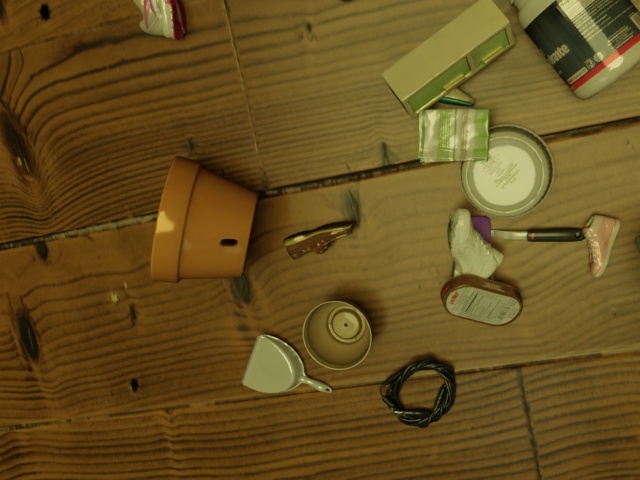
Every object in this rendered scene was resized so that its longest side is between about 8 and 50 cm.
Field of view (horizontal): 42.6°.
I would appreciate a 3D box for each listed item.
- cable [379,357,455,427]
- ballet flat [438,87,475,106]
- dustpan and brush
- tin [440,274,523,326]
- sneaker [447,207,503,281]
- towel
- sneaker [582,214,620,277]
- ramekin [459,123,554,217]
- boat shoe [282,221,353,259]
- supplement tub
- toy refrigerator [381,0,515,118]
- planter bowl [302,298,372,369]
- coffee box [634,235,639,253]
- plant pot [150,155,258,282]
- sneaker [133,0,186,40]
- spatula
[{"bbox_3d":[0.240,0.358,1.923,0.184,0.047,0.151,-36,89,17],"label":"cable"},{"bbox_3d":[0.257,-0.329,1.801,0.168,0.057,0.052,8,91,13],"label":"ballet flat"},{"bbox_3d":[-0.072,0.329,2.004,0.211,0.060,0.147,25,106,17],"label":"dustpan and brush"},{"bbox_3d":[0.358,0.134,1.814,0.189,0.040,0.106,15,124,-14],"label":"tin"},{"bbox_3d":[0.340,0.019,1.795,0.115,0.090,0.232,-7,131,9],"label":"sneaker"},{"bbox_3d":[0.279,-0.222,1.726,0.152,0.023,0.113,2,94,24],"label":"towel"},{"bbox_3d":[0.589,0.008,1.764,0.070,0.051,0.134,17,96,-3],"label":"sneaker"},{"bbox_3d":[0.398,-0.145,1.765,0.207,0.109,0.207,3,100,15],"label":"ramekin"},{"bbox_3d":[0.000,0.000,1.923,0.178,0.064,0.060,-16,100,23],"label":"boat shoe"},{"bbox_3d":[0.519,-0.439,1.640,0.191,0.191,0.272,-38,88,17],"label":"supplement tub"},{"bbox_3d":[0.272,-0.381,1.729,0.269,0.102,0.094,-36,67,8],"label":"toy refrigerator"},{"bbox_3d":[0.051,0.208,1.916,0.162,0.109,0.162,3,100,15],"label":"planter bowl"},{"bbox_3d":[0.841,0.109,1.568,0.337,0.338,0.334,-24,93,18],"label":"coffee box"},{"bbox_3d":[-0.258,-0.033,1.887,0.203,0.291,0.291,11,102,-3],"label":"plant pot"},{"bbox_3d":[-0.387,-0.592,1.904,0.111,0.103,0.252,-1,98,13],"label":"sneaker"},{"bbox_3d":[0.435,-0.012,1.817,0.296,0.030,0.084,1,103,14],"label":"spatula"}]
